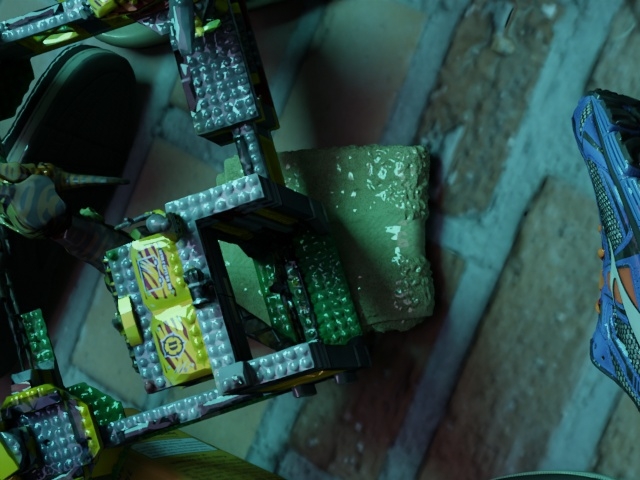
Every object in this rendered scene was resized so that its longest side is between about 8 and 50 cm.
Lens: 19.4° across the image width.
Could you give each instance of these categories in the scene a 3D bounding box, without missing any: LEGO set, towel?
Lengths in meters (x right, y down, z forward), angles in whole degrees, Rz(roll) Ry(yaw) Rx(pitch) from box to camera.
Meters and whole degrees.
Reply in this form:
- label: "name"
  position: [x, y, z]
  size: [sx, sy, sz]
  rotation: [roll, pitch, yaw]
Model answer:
- label: "LEGO set"
  position: [-0.115, -0.021, 0.951]
  size: [0.255, 0.192, 0.331]
  rotation: [-9, 84, 10]
- label: "towel"
  position: [0.000, 0.000, 1.056]
  size: [0.148, 0.027, 0.110]
  rotation: [-6, 82, 36]

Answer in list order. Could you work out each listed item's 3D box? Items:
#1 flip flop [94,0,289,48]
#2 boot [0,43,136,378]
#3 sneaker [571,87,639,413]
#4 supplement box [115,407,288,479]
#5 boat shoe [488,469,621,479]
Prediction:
- label: "flip flop"
  position: [-0.049, -0.189, 1.073]
  size: [0.277, 0.080, 0.112]
  rotation: [-19, 75, 32]
- label: "boot"
  position: [-0.227, -0.046, 1.187]
  size: [0.178, 0.085, 0.236]
  rotation: [37, 107, 34]
- label: "sneaker"
  position: [0.161, 0.028, 0.910]
  size: [0.087, 0.083, 0.221]
  rotation: [-31, 66, 38]
- label: "supplement box"
  position: [-0.057, 0.168, 1.052]
  size: [0.233, 0.080, 0.078]
  rotation: [19, 99, 33]
- label: "boat shoe"
  position: [0.147, 0.162, 0.912]
  size: [0.227, 0.068, 0.081]
  rotation: [10, 92, 35]
